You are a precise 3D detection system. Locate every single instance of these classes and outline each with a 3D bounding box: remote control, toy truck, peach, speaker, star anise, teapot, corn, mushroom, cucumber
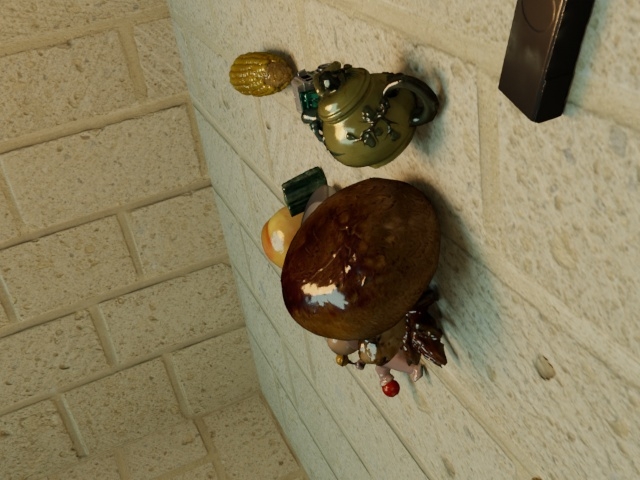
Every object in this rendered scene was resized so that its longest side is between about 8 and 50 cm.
[{"bbox_3d":[0.000,0.000,1.796,0.332,0.103,0.221,-86,8,-64],"label":"remote control"},{"bbox_3d":[0.011,-0.286,1.548,0.216,0.116,0.110,-133,28,-56],"label":"toy truck"},{"bbox_3d":[-0.075,-0.003,2.081,0.184,0.184,0.184,161,90,-74],"label":"peach"},{"bbox_3d":[0.262,-0.245,0.874,0.218,0.044,0.082,90,156,-49],"label":"speaker"},{"bbox_3d":[0.179,0.137,1.533,0.288,0.088,0.288,56,158,37],"label":"star anise"},{"bbox_3d":[0.072,-0.225,1.280,0.182,0.173,0.269,39,150,-30],"label":"teapot"},{"bbox_3d":[-0.155,-0.429,1.961,0.322,0.119,0.119,23,130,64],"label":"corn"},{"bbox_3d":[0.069,0.032,1.391,0.239,0.345,0.345,39,-161,-57],"label":"mushroom"},{"bbox_3d":[-0.037,-0.114,1.939,0.062,0.115,0.116,60,171,35],"label":"cucumber"}]

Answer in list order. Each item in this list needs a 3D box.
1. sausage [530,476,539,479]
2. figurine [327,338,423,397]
[{"bbox_3d":[0.383,0.473,1.340,0.024,0.024,0.132,-143,36,-63],"label":"sausage"},{"bbox_3d":[0.105,0.229,1.748,0.287,0.186,0.176,52,-175,8],"label":"figurine"}]
